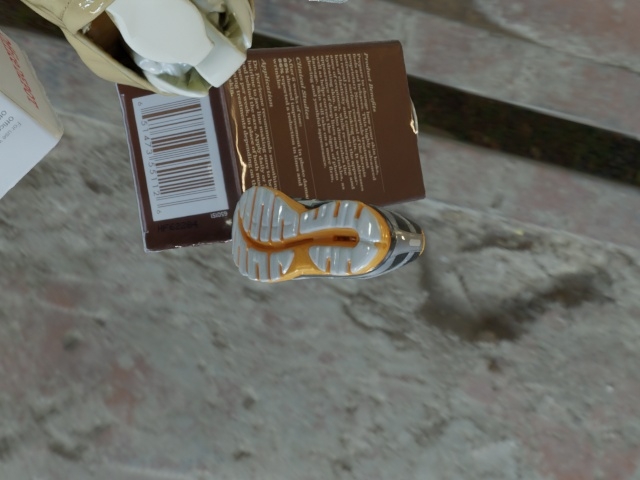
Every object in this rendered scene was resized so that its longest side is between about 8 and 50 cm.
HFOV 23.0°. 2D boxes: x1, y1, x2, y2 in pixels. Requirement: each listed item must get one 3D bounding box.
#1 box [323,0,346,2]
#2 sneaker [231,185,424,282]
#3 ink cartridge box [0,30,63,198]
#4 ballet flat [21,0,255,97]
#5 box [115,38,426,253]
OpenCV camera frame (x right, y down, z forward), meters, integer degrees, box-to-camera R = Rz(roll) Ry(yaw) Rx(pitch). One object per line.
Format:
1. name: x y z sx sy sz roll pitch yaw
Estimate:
1. box: -0.023 -0.344 1.369 0.127 0.148 0.232 3 72 -14
2. sneaker: 0.000 0.000 1.378 0.083 0.215 0.084 3 94 -42
3. ink cartridge box: -0.390 -0.179 1.356 0.129 0.223 0.307 -44 125 6
4. ballet flat: -0.070 -0.094 0.675 0.073 0.232 0.080 44 98 15
5. box: -0.042 -0.110 1.700 0.381 0.143 0.191 -13 94 -56
